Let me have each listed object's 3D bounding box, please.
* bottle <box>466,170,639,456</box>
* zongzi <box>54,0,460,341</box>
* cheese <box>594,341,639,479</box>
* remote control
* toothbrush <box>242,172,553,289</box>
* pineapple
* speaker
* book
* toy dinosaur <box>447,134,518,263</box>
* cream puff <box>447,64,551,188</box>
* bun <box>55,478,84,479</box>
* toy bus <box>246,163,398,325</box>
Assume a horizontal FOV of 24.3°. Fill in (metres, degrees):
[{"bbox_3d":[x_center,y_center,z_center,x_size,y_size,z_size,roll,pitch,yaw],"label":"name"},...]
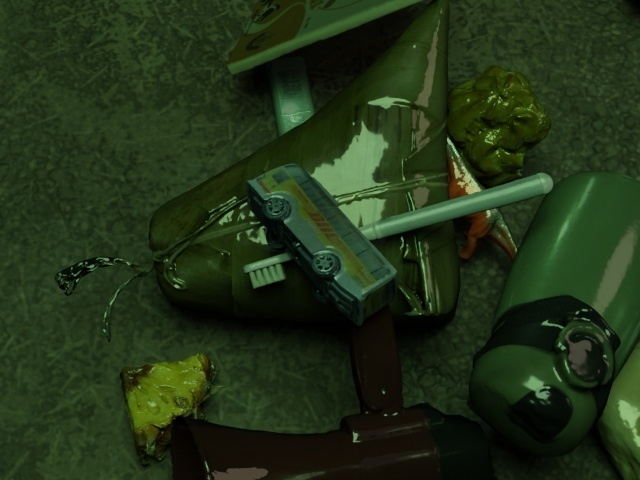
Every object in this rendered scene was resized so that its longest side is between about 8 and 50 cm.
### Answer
[{"bbox_3d":[0.270,0.083,1.610,0.168,0.168,0.347,23,48,11],"label":"bottle"},{"bbox_3d":[-0.061,-0.084,1.693,0.447,0.181,0.418,2,84,1],"label":"zongzi"},{"bbox_3d":[0.405,0.228,1.619,0.159,0.093,0.263,-24,64,-15],"label":"cheese"},{"bbox_3d":[-0.036,-0.179,1.874,0.053,0.018,0.124,-9,62,-7],"label":"remote control"},{"bbox_3d":[0.083,-0.013,1.582,0.342,0.025,0.030,-18,88,-2],"label":"toothbrush"},{"bbox_3d":[-0.176,0.176,1.656,0.116,0.069,0.137,29,55,20],"label":"pineapple"},{"bbox_3d":[0.001,0.208,1.576,0.330,0.198,0.259,-15,74,-19],"label":"speaker"},{"bbox_3d":[0.034,-0.306,1.819,0.295,0.020,0.208,-18,31,26],"label":"book"},{"bbox_3d":[0.163,-0.052,1.760,0.279,0.101,0.055,49,37,13],"label":"toy dinosaur"},{"bbox_3d":[0.203,-0.149,1.797,0.121,0.156,0.156,15,60,-16],"label":"cream puff"},{"bbox_3d":[-0.251,0.313,1.560,0.138,0.094,0.138,0,91,18],"label":"bun"},{"bbox_3d":[0.000,0.000,1.535,0.075,0.064,0.190,-32,61,-17],"label":"toy bus"}]
